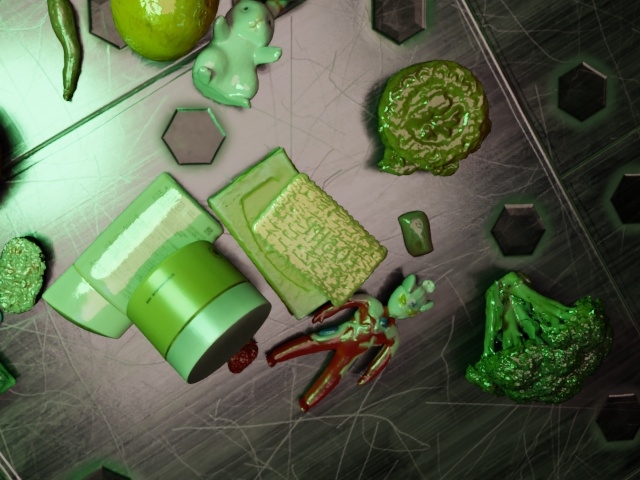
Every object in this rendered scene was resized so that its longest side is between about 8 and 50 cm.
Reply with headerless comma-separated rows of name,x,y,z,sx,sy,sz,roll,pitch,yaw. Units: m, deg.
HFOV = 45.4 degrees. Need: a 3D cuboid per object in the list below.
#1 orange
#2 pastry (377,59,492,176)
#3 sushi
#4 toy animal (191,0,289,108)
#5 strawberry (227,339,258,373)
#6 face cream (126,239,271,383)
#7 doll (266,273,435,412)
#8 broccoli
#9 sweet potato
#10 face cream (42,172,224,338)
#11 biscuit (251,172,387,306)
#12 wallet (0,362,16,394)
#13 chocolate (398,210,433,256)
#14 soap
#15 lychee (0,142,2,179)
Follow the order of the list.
orange,-0.287,-0.442,1.410,0.193,0.219,0.219,28,92,-40
pastry,0.233,-0.254,1.575,0.240,0.132,0.235,1,105,-3
sushi,-0.583,0.066,1.495,0.090,0.078,0.150,10,94,-11
toy animal,-0.145,-0.399,1.478,0.140,0.138,0.282,28,94,-23
strawberry,-0.166,0.242,1.592,0.073,0.073,0.083,5,110,-10
face cream,-0.232,0.135,1.465,0.218,0.218,0.179,-45,77,-2
doll,0.081,0.201,1.618,0.384,0.099,0.188,-37,101,0
broccoli,0.453,0.203,1.606,0.321,0.304,0.283,-26,70,-8
sweet potato,-0.490,-0.378,1.474,0.050,0.050,0.214,-8,104,-8
face cream,-0.370,0.044,1.525,0.173,0.081,0.348,44,88,-11
biscuit,0.000,0.000,1.517,0.250,0.030,0.160,41,88,-11
wallet,-0.734,0.238,1.492,0.160,0.055,0.236,-36,107,-3
chocolate,0.208,-0.012,1.640,0.064,0.031,0.100,-13,100,-3
soap,-0.066,-0.012,1.566,0.199,0.091,0.315,-35,100,-2
lychee,-0.697,-0.134,1.366,0.255,0.300,0.255,7,135,7
